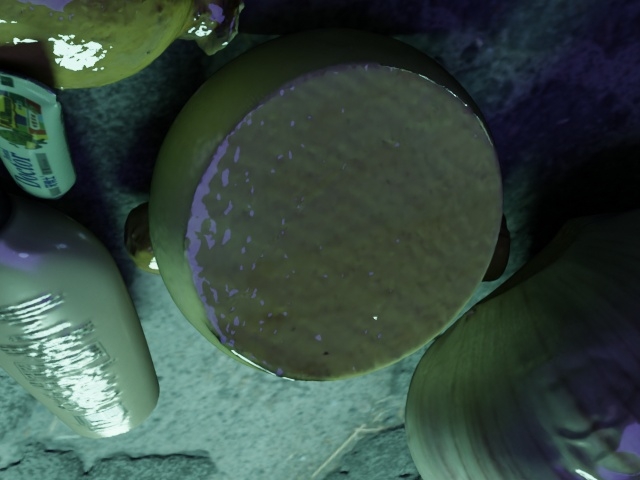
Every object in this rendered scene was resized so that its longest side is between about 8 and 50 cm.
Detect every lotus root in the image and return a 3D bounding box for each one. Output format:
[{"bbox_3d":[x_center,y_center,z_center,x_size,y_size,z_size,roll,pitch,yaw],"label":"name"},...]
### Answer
[{"bbox_3d":[-0.184,-0.164,1.068,0.303,0.146,0.130,14,85,-28],"label":"lotus root"}]

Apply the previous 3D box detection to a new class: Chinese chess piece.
[{"bbox_3d":[0.004,-0.025,1.258,0.251,0.097,0.250,-8,113,-18],"label":"Chinese chess piece"}]

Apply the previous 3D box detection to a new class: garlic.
[{"bbox_3d":[0.231,0.119,1.406,0.317,0.259,0.317,-45,172,-8],"label":"garlic"}]

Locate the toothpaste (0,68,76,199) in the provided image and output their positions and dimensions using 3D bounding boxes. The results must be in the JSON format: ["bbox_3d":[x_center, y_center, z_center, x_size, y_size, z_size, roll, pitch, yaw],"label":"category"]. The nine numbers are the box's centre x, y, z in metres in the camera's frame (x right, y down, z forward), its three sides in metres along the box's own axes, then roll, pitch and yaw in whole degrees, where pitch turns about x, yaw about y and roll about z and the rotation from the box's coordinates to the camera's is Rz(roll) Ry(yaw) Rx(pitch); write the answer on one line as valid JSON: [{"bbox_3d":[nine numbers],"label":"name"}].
[{"bbox_3d":[-0.188,-0.066,1.160,0.067,0.037,0.255,16,167,1],"label":"toothpaste"}]

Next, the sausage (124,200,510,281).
[{"bbox_3d":[0.000,0.000,1.357,0.301,0.065,0.065,3,131,-22],"label":"sausage"}]

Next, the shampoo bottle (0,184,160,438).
[{"bbox_3d":[-0.200,0.047,1.316,0.127,0.078,0.257,-11,140,13],"label":"shampoo bottle"}]

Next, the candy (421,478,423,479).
[{"bbox_3d":[0.067,0.256,1.664,0.184,0.049,0.055,-50,160,19],"label":"candy"}]
